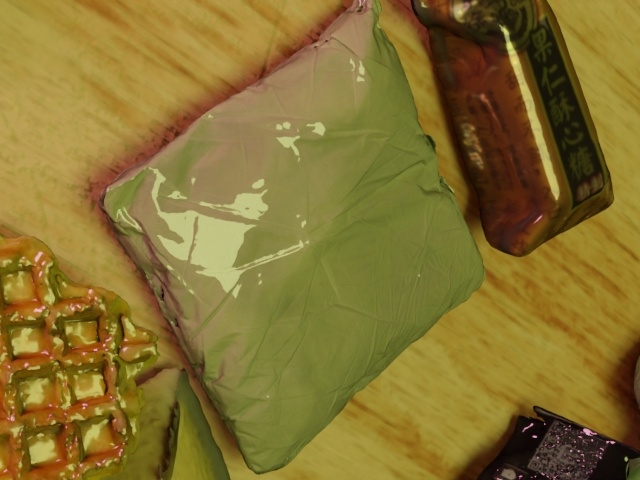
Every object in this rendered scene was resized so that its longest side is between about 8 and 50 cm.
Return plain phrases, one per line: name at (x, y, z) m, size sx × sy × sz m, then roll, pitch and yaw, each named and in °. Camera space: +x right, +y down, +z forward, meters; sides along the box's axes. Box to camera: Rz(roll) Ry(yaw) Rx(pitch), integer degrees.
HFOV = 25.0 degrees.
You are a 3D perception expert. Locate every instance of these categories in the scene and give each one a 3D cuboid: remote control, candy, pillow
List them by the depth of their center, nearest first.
pillow at (-0.001, 0.000, 1.095) m, size 0.274 × 0.076 × 0.280 m, roll -38°, pitch 121°, yaw -24°
candy at (0.153, -0.122, 1.164) m, size 0.143 × 0.101 × 0.271 m, roll -30°, pitch 111°, yaw -33°
remote control at (0.127, 0.320, 1.199) m, size 0.399 × 0.144 × 0.062 m, roll -54°, pitch 148°, yaw -25°

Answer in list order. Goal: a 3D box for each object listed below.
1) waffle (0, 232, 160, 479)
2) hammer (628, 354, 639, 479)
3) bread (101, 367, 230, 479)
waffle at (-0.236, 0.105, 0.931) m, size 0.238 × 0.059 × 0.243 m, roll 42°, pitch 69°, yaw -15°
hammer at (0.284, 0.238, 1.342) m, size 0.335 × 0.119 × 0.206 m, roll -33°, pitch 116°, yaw -17°
bread at (-0.076, 0.365, 0.984) m, size 0.242 × 0.405 × 0.345 m, roll -27°, pitch 128°, yaw -16°
